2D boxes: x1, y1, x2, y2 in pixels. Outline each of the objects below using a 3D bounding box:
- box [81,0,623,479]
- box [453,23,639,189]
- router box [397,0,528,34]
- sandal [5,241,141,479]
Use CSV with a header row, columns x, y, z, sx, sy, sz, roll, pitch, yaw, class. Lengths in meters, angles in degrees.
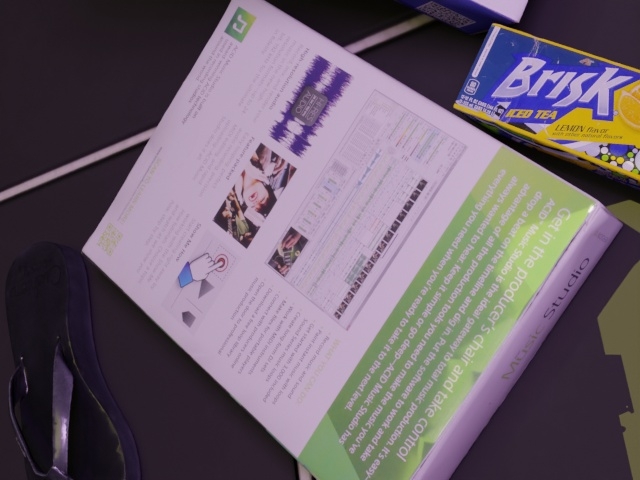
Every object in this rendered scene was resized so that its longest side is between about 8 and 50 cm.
x,y,z,sx,sy,sz,roll,pitch,yaw,class
0.000,0.000,0.669,0.322,0.058,0.232,38,100,34,box
0.165,-0.068,0.579,0.169,0.054,0.059,28,95,33,box
0.014,-0.327,0.589,0.301,0.336,0.082,-68,14,1,router box
-0.207,0.119,0.771,0.097,0.054,0.254,-32,63,22,sandal
